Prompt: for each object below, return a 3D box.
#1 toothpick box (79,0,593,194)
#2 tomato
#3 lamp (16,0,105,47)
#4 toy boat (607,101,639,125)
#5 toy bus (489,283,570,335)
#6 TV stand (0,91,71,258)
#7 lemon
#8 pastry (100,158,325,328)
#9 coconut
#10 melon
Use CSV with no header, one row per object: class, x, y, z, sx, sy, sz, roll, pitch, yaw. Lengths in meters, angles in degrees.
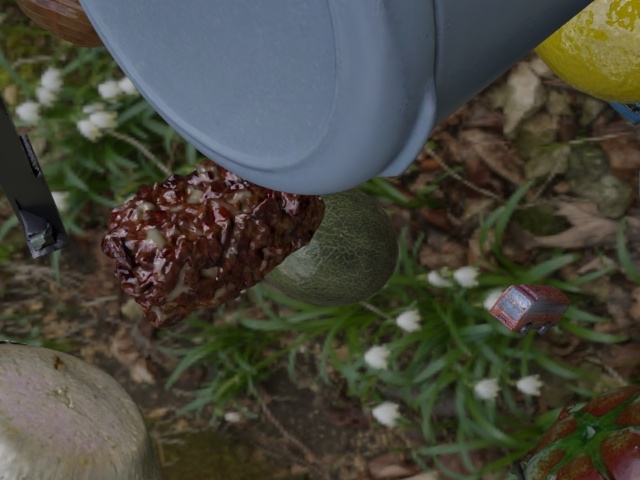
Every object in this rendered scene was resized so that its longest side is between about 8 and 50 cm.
toothpick box,0.066,-0.212,0.493,0.263,0.355,0.263,36,147,28
tomato,0.450,0.366,1.480,0.239,0.303,0.303,54,147,-9
lamp,-0.180,-0.219,0.792,0.136,0.136,0.136,13,105,56
toy boat,0.356,-0.227,1.232,0.185,0.075,0.077,52,169,13
toy bus,0.360,0.114,1.732,0.065,0.192,0.077,41,109,29
TV stand,-0.269,-0.065,0.890,0.256,0.040,0.049,94,153,-63
lemon,0.321,-0.234,1.061,0.244,0.187,0.187,19,114,21
pastry,-0.084,-0.010,0.875,0.097,0.208,0.115,41,143,36
coconut,-0.235,0.197,0.722,0.234,0.224,0.224,-52,49,19
melon,0.000,0.000,1.911,0.237,0.302,0.237,-37,44,46
